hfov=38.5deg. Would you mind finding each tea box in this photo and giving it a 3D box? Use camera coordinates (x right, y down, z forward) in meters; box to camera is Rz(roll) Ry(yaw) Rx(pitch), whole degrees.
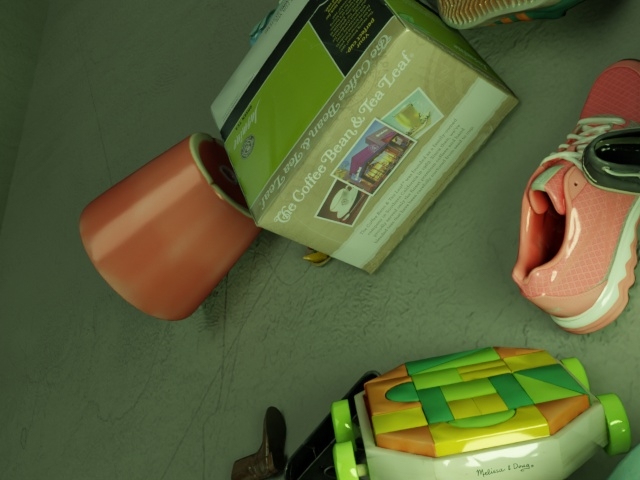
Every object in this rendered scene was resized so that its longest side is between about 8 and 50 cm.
[{"bbox_3d":[0.044,-0.194,1.308,0.329,0.220,0.323,-51,36,22],"label":"tea box"}]

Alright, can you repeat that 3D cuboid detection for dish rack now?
[{"bbox_3d":[0.071,0.319,1.100,0.208,0.074,0.271,-52,37,21],"label":"dish rack"}]

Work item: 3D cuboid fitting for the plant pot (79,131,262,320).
[{"bbox_3d":[-0.233,-0.038,1.581,0.243,0.275,0.275,-41,41,20],"label":"plant pot"}]

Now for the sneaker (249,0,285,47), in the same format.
[{"bbox_3d":[-0.038,-0.429,1.644,0.208,0.127,0.319,-10,62,50],"label":"sneaker"}]

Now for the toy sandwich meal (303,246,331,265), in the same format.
[{"bbox_3d":[0.000,0.000,1.422,0.085,0.029,0.085,-31,48,41],"label":"toy sandwich meal"}]

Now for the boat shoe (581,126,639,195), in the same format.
[{"bbox_3d":[0.356,-0.073,0.875,0.206,0.065,0.075,5,78,19],"label":"boat shoe"}]

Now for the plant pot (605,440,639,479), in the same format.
[{"bbox_3d":[0.346,0.279,0.554,0.341,0.341,0.334,-56,27,15],"label":"plant pot"}]

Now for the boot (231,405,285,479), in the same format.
[{"bbox_3d":[-0.098,0.315,1.369,0.114,0.037,0.106,-40,40,40],"label":"boot"}]

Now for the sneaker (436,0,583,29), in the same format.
[{"bbox_3d":[0.263,-0.330,1.201,0.302,0.121,0.108,-155,65,-65],"label":"sneaker"}]

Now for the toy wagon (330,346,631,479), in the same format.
[{"bbox_3d":[0.143,0.170,0.938,0.344,0.267,0.068,-97,-4,-81],"label":"toy wagon"}]

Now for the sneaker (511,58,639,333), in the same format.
[{"bbox_3d":[0.288,-0.064,0.974,0.116,0.136,0.313,2,72,54],"label":"sneaker"}]
